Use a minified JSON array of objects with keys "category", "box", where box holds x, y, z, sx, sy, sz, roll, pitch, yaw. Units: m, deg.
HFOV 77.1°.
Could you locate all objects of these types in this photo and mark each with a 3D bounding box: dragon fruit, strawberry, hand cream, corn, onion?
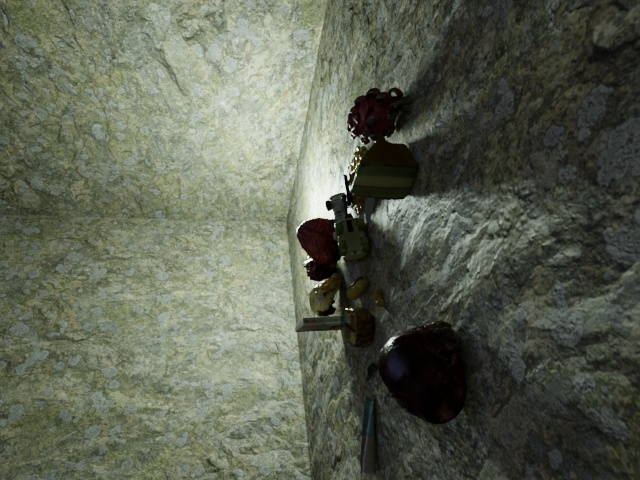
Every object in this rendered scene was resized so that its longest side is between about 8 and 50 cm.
[{"category":"dragon fruit","box":[-0.003,0.169,2.416,0.188,0.182,0.182,-39,34,16]},{"category":"strawberry","box":[0.000,0.000,2.278,0.238,0.288,0.250,102,-174,-74]},{"category":"hand cream","box":[0.211,0.860,1.779,0.111,0.070,0.312,122,151,-71]},{"category":"corn","box":[0.179,0.236,1.962,0.203,0.072,0.072,117,151,-61]},{"category":"onion","box":[0.294,0.381,1.147,0.221,0.281,0.281,44,-157,-40]},{"category":"dragon fruit","box":[0.215,-0.497,1.581,0.273,0.198,0.218,116,160,-59]}]

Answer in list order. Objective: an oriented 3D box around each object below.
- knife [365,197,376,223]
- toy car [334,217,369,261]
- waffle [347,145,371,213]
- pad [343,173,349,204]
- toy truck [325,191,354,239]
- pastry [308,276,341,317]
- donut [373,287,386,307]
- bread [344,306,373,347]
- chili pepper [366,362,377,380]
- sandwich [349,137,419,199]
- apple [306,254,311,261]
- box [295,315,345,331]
[{"category":"knife","box":[0.230,-0.175,1.826,0.058,0.032,0.244,40,142,24]},{"category":"toy car","box":[0.161,0.023,1.971,0.235,0.145,0.235,-11,-90,-87]},{"category":"waffle","box":[0.195,-0.296,1.951,0.312,0.060,0.307,-104,22,-48]},{"category":"pad","box":[0.139,-0.256,2.055,0.243,0.004,0.164,-42,-56,-79]},{"category":"toy truck","box":[0.112,-0.128,2.161,0.111,0.136,0.286,44,-146,-59]},{"category":"pastry","box":[0.018,0.312,2.301,0.256,0.170,0.237,4,-75,-79]},{"category":"donut","box":[0.250,0.246,1.715,0.067,0.038,0.083,144,125,-78]},{"category":"bread","box":[0.177,0.402,1.893,0.222,0.096,0.181,165,106,-79]},{"category":"chili pepper","box":[0.225,0.584,1.808,0.118,0.035,0.055,110,174,-45]},{"category":"sandwich","box":[0.213,-0.271,1.494,0.198,0.227,0.155,-103,19,-45]},{"category":"apple","box":[-0.006,0.106,2.585,0.196,0.157,0.196,-170,90,-74]},{"category":"box","box":[0.012,0.461,2.213,0.265,0.273,0.048,119,150,-66]}]
